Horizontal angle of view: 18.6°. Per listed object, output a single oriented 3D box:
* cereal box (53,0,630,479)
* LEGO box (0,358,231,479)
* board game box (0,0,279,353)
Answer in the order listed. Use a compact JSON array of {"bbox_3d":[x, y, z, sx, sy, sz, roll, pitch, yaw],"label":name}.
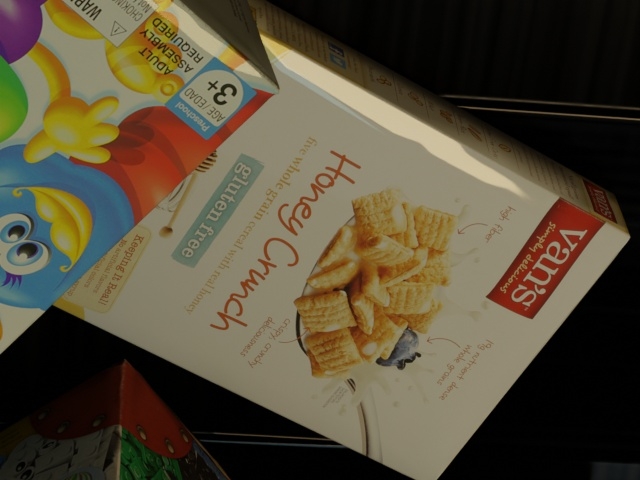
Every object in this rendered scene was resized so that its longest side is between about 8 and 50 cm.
[{"bbox_3d":[0.000,0.000,0.916,0.240,0.047,0.173,27,115,-18],"label":"cereal box"},{"bbox_3d":[-0.244,0.335,0.911,0.500,0.372,0.193,-31,118,13],"label":"LEGO box"},{"bbox_3d":[-0.171,-0.039,0.767,0.275,0.144,0.142,-43,119,13],"label":"board game box"}]
